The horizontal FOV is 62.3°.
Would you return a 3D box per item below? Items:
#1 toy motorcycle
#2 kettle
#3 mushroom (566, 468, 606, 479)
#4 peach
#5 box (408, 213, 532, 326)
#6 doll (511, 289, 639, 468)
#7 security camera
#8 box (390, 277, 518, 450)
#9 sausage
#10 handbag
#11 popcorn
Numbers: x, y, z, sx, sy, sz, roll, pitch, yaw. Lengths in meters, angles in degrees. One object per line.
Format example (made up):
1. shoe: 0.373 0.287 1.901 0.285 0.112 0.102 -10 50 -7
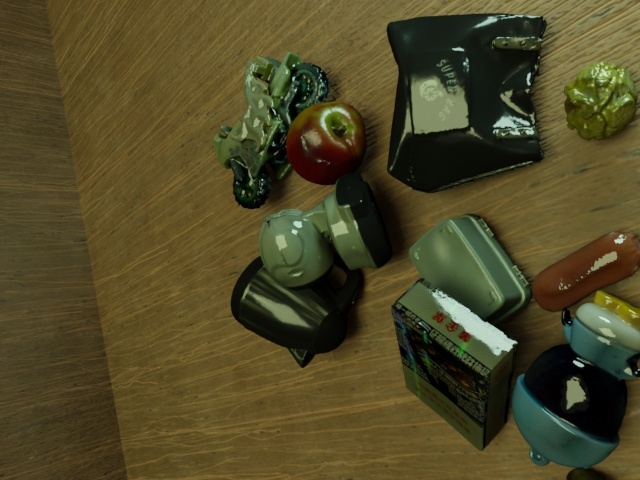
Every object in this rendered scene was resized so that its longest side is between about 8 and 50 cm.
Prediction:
1. toy motorcycle: -0.139 -0.288 1.353 0.237 0.168 0.410 47 116 24
2. kettle: -0.039 0.161 1.281 0.271 0.250 0.208 29 141 32
3. mushroom: 0.403 0.535 0.914 0.087 0.107 0.333 25 111 5
4. peach: 0.011 -0.214 1.203 0.197 0.197 0.198 2 93 43
5. box: 0.278 0.060 0.990 0.148 0.129 0.210 -45 62 34
6. doll: 0.419 0.238 0.857 0.177 0.141 0.314 44 118 51
7. security camera: 0.000 0.000 1.144 0.277 0.197 0.191 -19 118 10
8. box: 0.236 0.229 0.949 0.198 0.084 0.310 36 156 37
9. sausage: 0.438 0.054 0.879 0.194 0.077 0.077 -41 65 38
10. handbag: 0.268 -0.263 0.988 0.287 0.152 0.343 0 92 32
11. popcorn: 0.441 -0.221 0.842 0.116 0.106 0.121 36 115 26
